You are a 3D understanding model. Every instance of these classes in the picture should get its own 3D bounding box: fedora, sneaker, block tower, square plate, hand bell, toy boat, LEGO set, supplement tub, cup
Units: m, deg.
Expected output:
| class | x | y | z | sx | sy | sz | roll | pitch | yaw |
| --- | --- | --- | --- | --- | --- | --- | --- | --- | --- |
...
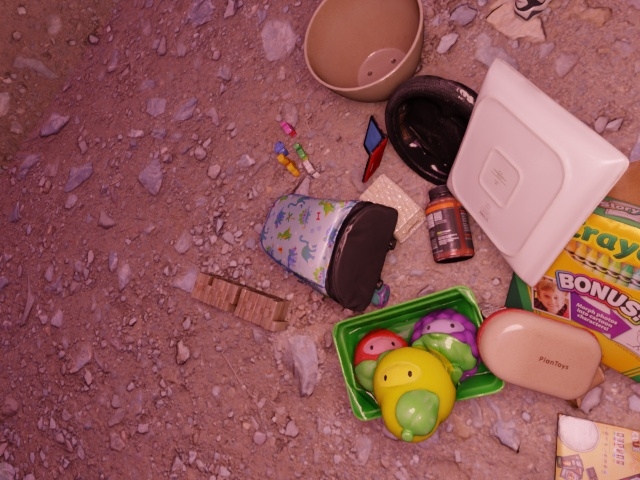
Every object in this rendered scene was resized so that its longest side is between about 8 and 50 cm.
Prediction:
| class | x | y | z | sx | sy | sz | roll | pitch | yaw |
| --- | --- | --- | --- | --- | --- | --- | --- | --- | --- |
| fedora | 0.336 | -0.298 | 1.087 | 0.334 | 0.334 | 0.152 | 26 | 60 | 27 |
| sneaker | 0.599 | -0.697 | 1.065 | 0.235 | 0.153 | 0.094 | -35 | 70 | 16 |
| block tower | -0.253 | 0.191 | 1.346 | 0.335 | 0.091 | 0.097 | 17 | 89 | 26 |
| square plate | 0.384 | -0.129 | 0.855 | 0.049 | 0.344 | 0.347 | -13 | 52 | -15 |
| hand bell | 0.642 | 0.265 | 0.920 | 0.242 | 0.126 | 0.126 | -25 | 71 | 7 |
| toy boat | 0.440 | 0.222 | 0.878 | 0.231 | 0.151 | 0.151 | 18 | 96 | -1 |
| LEGO set | -0.100 | -0.285 | 1.355 | 0.087 | 0.093 | 0.227 | -35 | 68 | 16 |
| supplement tub | 0.336 | -0.043 | 1.102 | 0.106 | 0.106 | 0.198 | -12 | 76 | 23 |
| sneaker | 0.414 | 0.193 | 1.008 | 0.061 | 0.158 | 0.065 | -12 | 92 | 2 |
| cup | 0.151 | -0.533 | 1.201 | 0.331 | 0.237 | 0.331 | -4 | 80 | 24 |

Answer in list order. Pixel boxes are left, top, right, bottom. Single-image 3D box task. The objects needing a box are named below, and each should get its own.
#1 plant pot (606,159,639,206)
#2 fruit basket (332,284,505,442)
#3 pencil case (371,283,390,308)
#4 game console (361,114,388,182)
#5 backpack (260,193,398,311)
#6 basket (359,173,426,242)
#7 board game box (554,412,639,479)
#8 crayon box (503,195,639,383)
| class | x | y | z | sx | sy | sz | roll | pitch | yaw |
| --- | --- | --- | --- | --- | --- | --- | --- | --- | --- |
| plant pot | 0.662 | -0.036 | 0.902 | 0.237 | 0.237 | 0.254 | -15 | 90 | 22 |
| fruit basket | 0.208 | 0.282 | 0.962 | 0.392 | 0.392 | 0.283 | -22 | 72 | 20 |
| pencil case | 0.119 | 0.144 | 1.194 | 0.152 | 0.064 | 0.070 | 11 | 82 | 26 |
| game console | 0.136 | -0.260 | 1.204 | 0.085 | 0.144 | 0.124 | 34 | 67 | 12 |
| backpack | 0.000 | 0.000 | 1.166 | 0.355 | 0.273 | 0.290 | 26 | 98 | 63 |
| basket | 0.201 | -0.092 | 1.175 | 0.113 | 0.103 | 0.167 | -46 | 65 | 10 |
| board game box | 0.591 | 0.514 | 0.889 | 0.165 | 0.042 | 0.243 | 4 | 71 | 29 |
| crayon box | 0.581 | 0.090 | 0.825 | 0.363 | 0.106 | 0.313 | 31 | 137 | 41 |
